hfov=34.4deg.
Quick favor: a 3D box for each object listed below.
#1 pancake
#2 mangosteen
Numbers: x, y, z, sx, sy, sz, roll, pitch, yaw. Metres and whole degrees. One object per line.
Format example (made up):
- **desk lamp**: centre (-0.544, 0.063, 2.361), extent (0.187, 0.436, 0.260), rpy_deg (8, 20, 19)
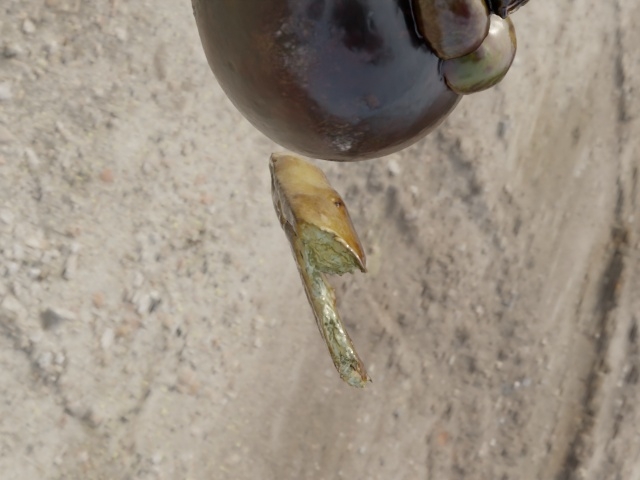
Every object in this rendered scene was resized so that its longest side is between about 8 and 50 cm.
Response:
- **pancake**: centre (0.000, 0.000, 0.884), extent (0.056, 0.257, 0.212), rpy_deg (-20, 150, -2)
- **mangosteen**: centre (0.020, -0.093, 0.396), extent (0.140, 0.140, 0.140), rpy_deg (-31, 131, -44)
